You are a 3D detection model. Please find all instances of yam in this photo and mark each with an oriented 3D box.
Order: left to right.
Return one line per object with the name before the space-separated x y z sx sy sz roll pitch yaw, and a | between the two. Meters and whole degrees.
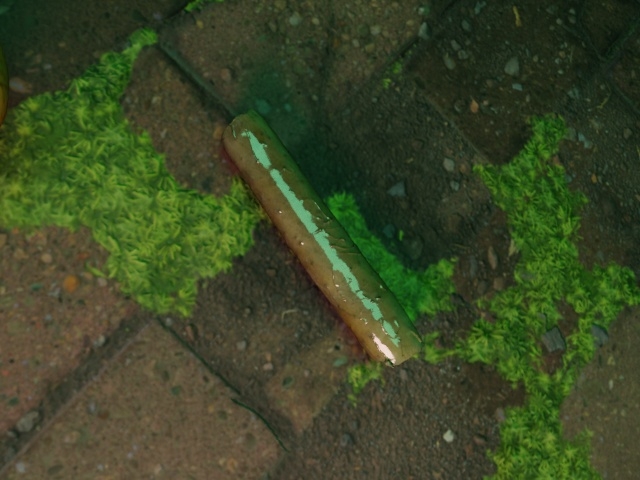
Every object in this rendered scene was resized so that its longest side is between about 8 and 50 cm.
yam | 0.000 0.000 0.825 0.083 0.083 0.371 -34 88 -23

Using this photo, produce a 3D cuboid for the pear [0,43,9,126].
pear | -0.464 -0.166 0.589 0.315 0.314 0.314 5 75 -19
